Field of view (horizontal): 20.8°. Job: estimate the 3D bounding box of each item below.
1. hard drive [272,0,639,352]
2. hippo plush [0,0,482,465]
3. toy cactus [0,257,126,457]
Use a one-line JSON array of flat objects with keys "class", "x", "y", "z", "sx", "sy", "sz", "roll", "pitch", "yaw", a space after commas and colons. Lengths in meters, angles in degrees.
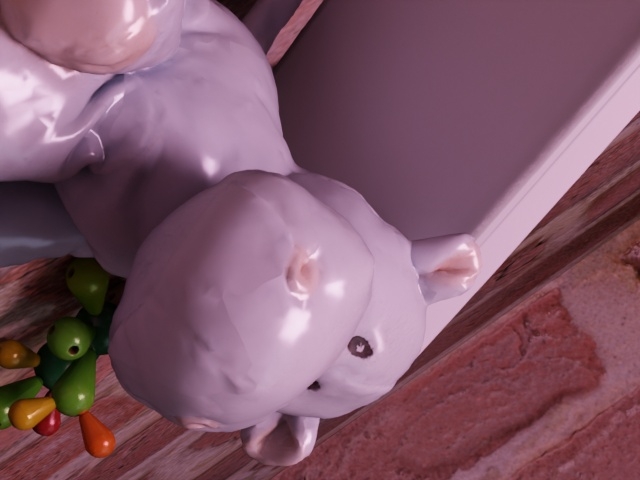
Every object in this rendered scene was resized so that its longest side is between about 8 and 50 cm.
[{"class": "hard drive", "x": 0.078, "y": -0.102, "z": 0.871, "sx": 0.040, "sy": 0.203, "sz": 0.307, "roll": 12, "pitch": 131, "yaw": -36}, {"class": "hippo plush", "x": -0.076, "y": 0.003, "z": 0.824, "sx": 0.234, "sy": 0.236, "sz": 0.294, "roll": -40, "pitch": 166, "yaw": 16}, {"class": "toy cactus", "x": -0.134, "y": 0.061, "z": 1.209, "sx": 0.219, "sy": 0.112, "sz": 0.180, "roll": -49, "pitch": 174, "yaw": 12}]
